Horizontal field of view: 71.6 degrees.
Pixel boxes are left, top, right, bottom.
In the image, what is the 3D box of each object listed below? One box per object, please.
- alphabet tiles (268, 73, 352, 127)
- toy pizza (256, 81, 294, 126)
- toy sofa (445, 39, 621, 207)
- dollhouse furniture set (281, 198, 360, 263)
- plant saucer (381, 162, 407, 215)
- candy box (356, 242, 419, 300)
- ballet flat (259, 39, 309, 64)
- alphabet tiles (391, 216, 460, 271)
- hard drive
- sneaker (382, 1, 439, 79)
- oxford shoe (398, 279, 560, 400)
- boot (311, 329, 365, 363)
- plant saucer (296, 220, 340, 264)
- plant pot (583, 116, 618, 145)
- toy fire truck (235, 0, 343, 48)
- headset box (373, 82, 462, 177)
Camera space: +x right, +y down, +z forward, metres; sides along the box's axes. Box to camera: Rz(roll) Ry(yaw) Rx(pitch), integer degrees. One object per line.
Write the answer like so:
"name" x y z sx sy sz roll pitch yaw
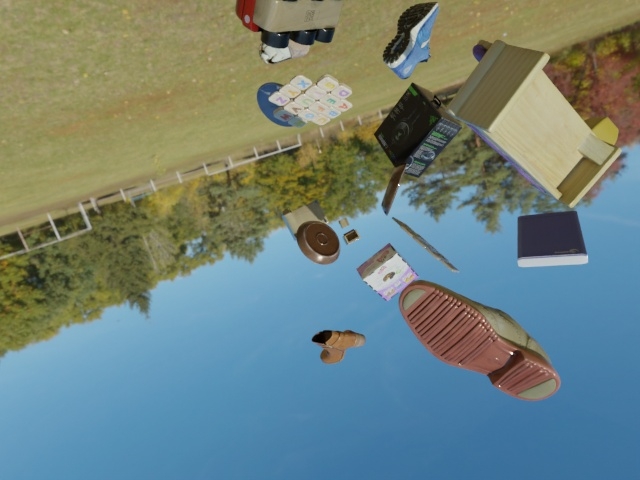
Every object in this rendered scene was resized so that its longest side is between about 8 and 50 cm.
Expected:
"alphabet tiles" -0.033 -0.497 1.606 0.284 0.021 0.278 -22 156 39
"toy pizza" -0.154 -0.529 1.723 0.201 0.201 0.032 -6 -135 42
"toy sofa" 0.405 -0.221 0.871 0.150 0.363 0.177 -56 -142 14
"dollhouse furniture set" -0.004 -0.074 2.196 0.287 0.303 0.198 -29 179 -1
"plant saucer" 0.253 -0.183 1.555 0.036 0.198 0.198 21 -159 7
"candy box" 0.258 0.124 1.699 0.165 0.196 0.070 -39 -138 10
"ballet flat" -0.107 -0.527 1.207 0.106 0.107 0.316 -34 -162 -6
"alphabet tiles" 0.397 0.019 1.655 0.011 0.285 0.343 -50 160 11
"hard drive" 0.834 -0.012 1.621 0.211 0.040 0.318 -5 -152 26
"sneaker" 0.351 -0.748 1.664 0.130 0.147 0.329 22 -102 41
"oxford shoe" 0.335 0.197 0.973 0.140 0.397 0.146 -47 -168 30
"boot" 0.027 0.331 1.412 0.153 0.072 0.197 19 133 -40
"plant saucer" 0.000 0.000 1.476 0.169 0.168 0.029 -29 168 -41
"plant pot" 0.656 -0.251 1.064 0.083 0.081 0.081 -49 -166 9
"toy fire truck" -0.095 -0.527 0.906 0.246 0.158 0.217 39 -135 21
"headset box" 0.382 -0.440 1.753 0.131 0.246 0.283 9 134 -37
